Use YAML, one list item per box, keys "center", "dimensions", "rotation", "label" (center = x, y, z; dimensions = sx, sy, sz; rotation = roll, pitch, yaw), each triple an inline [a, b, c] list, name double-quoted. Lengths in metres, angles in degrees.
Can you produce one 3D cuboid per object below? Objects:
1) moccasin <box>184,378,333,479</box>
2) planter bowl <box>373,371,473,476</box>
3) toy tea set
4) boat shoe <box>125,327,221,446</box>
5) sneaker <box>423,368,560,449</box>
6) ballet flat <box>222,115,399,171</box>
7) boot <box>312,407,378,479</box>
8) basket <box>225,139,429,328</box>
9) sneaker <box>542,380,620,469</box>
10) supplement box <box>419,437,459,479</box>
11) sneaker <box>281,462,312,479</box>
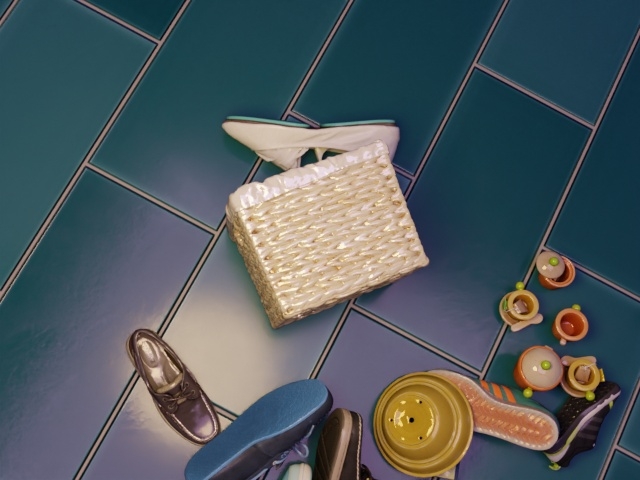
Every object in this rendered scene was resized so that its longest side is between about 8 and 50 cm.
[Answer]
- center: [-0.116, 0.409, 1.628]
  dimensions: [0.342, 0.137, 0.116]
  rotation: [-32, 124, 3]
  label: "moccasin"
- center: [0.199, 0.374, 1.636]
  dimensions: [0.217, 0.090, 0.217]
  rotation: [-7, 70, 20]
  label: "planter bowl"
- center: [0.502, 0.183, 1.724]
  dimensions: [0.200, 0.124, 0.335]
  rotation: [-6, 71, -5]
  label: "toy tea set"
- center: [-0.307, 0.302, 1.636]
  dimensions: [0.103, 0.092, 0.285]
  rotation: [-33, 84, -13]
  label: "boat shoe"
- center: [0.363, 0.357, 1.710]
  dimensions: [0.302, 0.121, 0.108]
  rotation: [22, 97, 17]
  label: "sneaker"
- center: [-0.019, -0.209, 1.773]
  dimensions: [0.401, 0.139, 0.139]
  rotation: [0, 78, -8]
  label: "ballet flat"
- center: [0.131, 0.510, 1.579]
  dimensions: [0.285, 0.138, 0.377]
  rotation: [4, 104, -9]
  label: "boot"
- center: [0.000, 0.000, 1.620]
  dimensions: [0.332, 0.328, 0.266]
  rotation: [-20, 83, -11]
  label: "basket"
- center: [0.573, 0.405, 1.742]
  dimensions: [0.235, 0.084, 0.097]
  rotation: [-39, 109, -12]
  label: "sneaker"
- center: [0.249, 0.459, 1.688]
  dimensions: [0.083, 0.056, 0.083]
  rotation: [12, 76, -4]
  label: "supplement box"
- center: [-0.153, 0.570, 1.584]
  dimensions: [0.208, 0.127, 0.318]
  rotation: [22, 69, 4]
  label: "sneaker"
